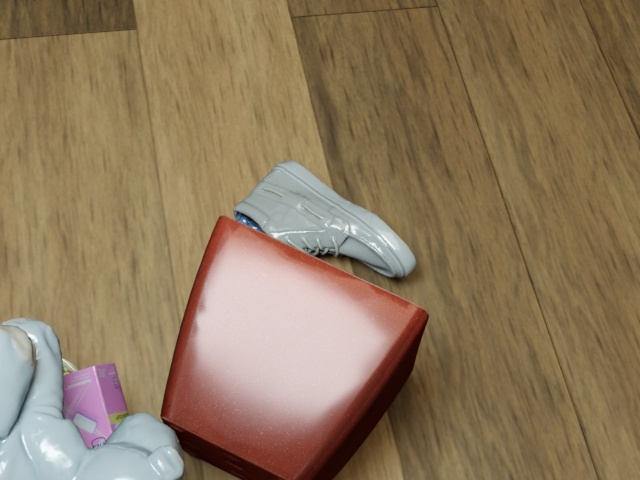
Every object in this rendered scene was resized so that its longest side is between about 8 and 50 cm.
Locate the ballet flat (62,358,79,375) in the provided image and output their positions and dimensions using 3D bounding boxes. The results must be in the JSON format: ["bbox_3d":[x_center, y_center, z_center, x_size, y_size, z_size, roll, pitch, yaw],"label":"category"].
[{"bbox_3d":[-0.301,0.196,1.392,0.241,0.091,0.077,37,28,12],"label":"ballet flat"}]

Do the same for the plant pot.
[{"bbox_3d":[-0.050,0.166,1.344,0.267,0.267,0.235,25,70,10],"label":"plant pot"}]

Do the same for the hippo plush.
[{"bbox_3d":[-0.252,0.212,1.144,0.237,0.294,0.234,10,101,2],"label":"hippo plush"}]

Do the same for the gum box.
[{"bbox_3d":[-0.323,0.222,1.320,0.188,0.062,0.107,-18,83,11],"label":"gum box"}]

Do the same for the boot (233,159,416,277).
[{"bbox_3d":[0.000,0.000,1.553,0.258,0.095,0.123,35,66,25],"label":"boot"}]
